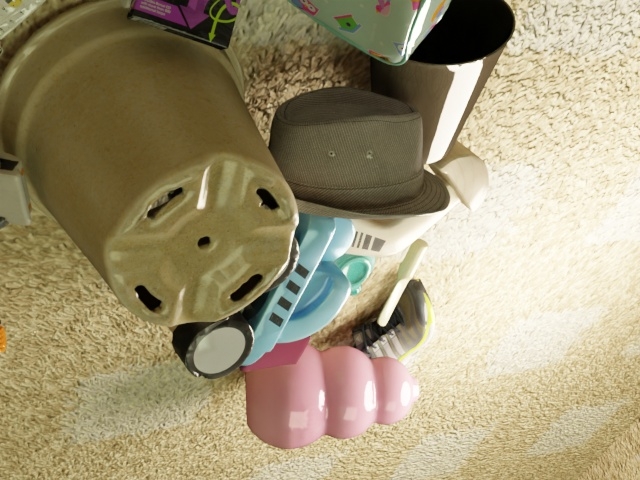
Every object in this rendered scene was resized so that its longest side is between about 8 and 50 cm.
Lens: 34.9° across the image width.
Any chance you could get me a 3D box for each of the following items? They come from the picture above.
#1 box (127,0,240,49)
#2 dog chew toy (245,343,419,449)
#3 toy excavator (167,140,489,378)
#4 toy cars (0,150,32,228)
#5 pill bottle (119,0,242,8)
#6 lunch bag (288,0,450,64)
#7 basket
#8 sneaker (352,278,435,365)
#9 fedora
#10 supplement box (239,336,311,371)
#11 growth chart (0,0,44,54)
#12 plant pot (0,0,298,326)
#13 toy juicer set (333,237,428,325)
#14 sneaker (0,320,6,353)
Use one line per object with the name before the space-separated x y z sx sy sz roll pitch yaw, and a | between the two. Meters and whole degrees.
box | -0.137 -0.306 1.122 0.116 0.029 0.162 14 89 -26
dog chew toy | 0.022 0.292 1.950 0.331 0.207 0.207 -1 143 -5
toy excavator | 0.000 0.000 1.540 0.445 0.222 0.433 14 112 -41
toy cars | -0.498 -0.046 1.234 0.393 0.087 0.176 -24 124 32
pill bottle | -0.162 -0.303 1.171 0.137 0.078 0.078 -9 143 -24
lunch bag | 0.049 -0.342 1.114 0.108 0.224 0.279 -50 168 -25
basket | 0.152 -0.225 1.429 0.204 0.154 0.227 -15 149 -16
sneaker | 0.133 0.188 2.020 0.121 0.111 0.300 -2 138 -26
fedora | 0.042 -0.126 1.348 0.275 0.244 0.124 3 117 -2
supplement box | -0.104 0.114 1.681 0.104 0.188 0.081 -3 140 -31
growth chart | -0.361 -0.290 1.111 0.237 0.021 0.172 -39 143 18
plant pot | -0.184 -0.074 1.197 0.333 0.305 0.334 -18 132 -21
toy juicer set | 0.064 0.005 1.748 0.209 0.089 0.329 -49 133 12
sneaker | -0.588 0.137 1.481 0.121 0.099 0.262 -31 146 15
